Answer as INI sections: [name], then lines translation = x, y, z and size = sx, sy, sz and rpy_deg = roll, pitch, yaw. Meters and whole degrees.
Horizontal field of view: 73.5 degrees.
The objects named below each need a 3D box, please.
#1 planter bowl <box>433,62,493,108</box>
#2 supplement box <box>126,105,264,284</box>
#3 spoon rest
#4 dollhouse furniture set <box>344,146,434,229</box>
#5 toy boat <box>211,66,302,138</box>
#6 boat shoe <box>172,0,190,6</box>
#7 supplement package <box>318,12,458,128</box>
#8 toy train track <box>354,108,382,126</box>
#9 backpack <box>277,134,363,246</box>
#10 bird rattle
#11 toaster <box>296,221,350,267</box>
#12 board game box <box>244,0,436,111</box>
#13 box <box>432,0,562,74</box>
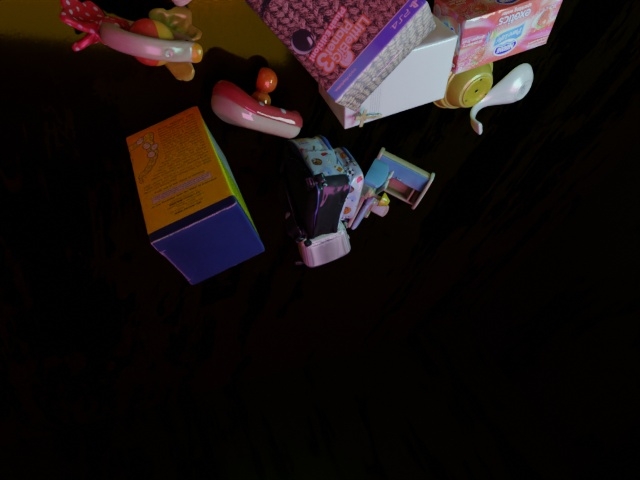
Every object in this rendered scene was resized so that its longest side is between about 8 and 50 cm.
[planter bowl]
translation = 0.455, -0.478, 1.311
size = 0.217, 0.090, 0.217
rpy_deg = -19, 144, -14
[supplement box]
translation = -0.301, -0.112, 1.019
size = 0.195, 0.356, 0.194
rpy_deg = -26, 145, -4
[spoon rest]
translation = 0.604, -0.481, 1.440
size = 0.276, 0.084, 0.137
rpy_deg = -43, 147, -3
[dollhouse furniture set]
translation = 0.205, -0.105, 1.392
size = 0.303, 0.198, 0.286
rpy_deg = -58, 175, -48
[toy boat]
translation = -0.148, -0.345, 1.047
size = 0.231, 0.151, 0.151
rpy_deg = 5, 104, -40
[boat shoe]
translation = -0.238, -0.507, 0.822
size = 0.135, 0.050, 0.045
rpy_deg = -35, 151, 9
[supplement package]
translation = 0.157, -0.438, 1.076
size = 0.293, 0.175, 0.177
rpy_deg = -20, 146, -11
[toy train track]
translation = 0.116, -0.306, 1.056
size = 0.083, 0.014, 0.048
rpy_deg = -14, 140, -30
[backpack]
translation = -0.010, -0.172, 1.235
size = 0.213, 0.263, 0.276
rpy_deg = -16, 147, -27
[bird rattle]
translation = -0.333, -0.386, 0.797
size = 0.253, 0.207, 0.143
rpy_deg = -4, 122, -46
[toaster]
translation = 0.000, 0.000, 1.587
size = 0.227, 0.129, 0.146
rpy_deg = -20, 141, -8
[board game box]
translation = 0.038, -0.451, 0.851
size = 0.232, 0.291, 0.141
rpy_deg = -44, 172, 21
[box]
translation = 0.455, -0.578, 1.132
size = 0.300, 0.142, 0.154
rpy_deg = -21, 146, -10
